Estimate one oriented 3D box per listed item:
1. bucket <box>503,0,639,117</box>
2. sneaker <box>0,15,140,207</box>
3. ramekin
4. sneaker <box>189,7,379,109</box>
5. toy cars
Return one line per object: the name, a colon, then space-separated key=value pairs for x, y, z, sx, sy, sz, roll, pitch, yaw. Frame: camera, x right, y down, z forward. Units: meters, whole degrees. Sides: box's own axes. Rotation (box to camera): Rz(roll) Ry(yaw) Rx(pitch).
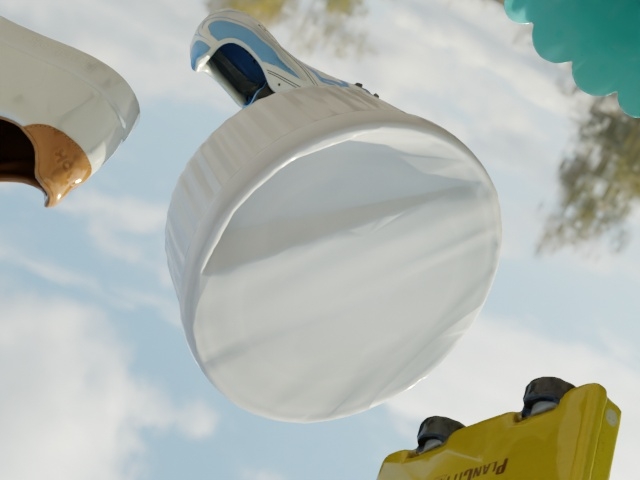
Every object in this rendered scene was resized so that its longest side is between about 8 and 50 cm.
bucket: x=0.323 y=-0.265 z=1.473 sx=0.281 sy=0.183 sz=0.281 roll=39 pitch=167 yaw=11
sneaker: x=-0.280 y=-0.110 z=1.071 sx=0.290 sy=0.106 sz=0.123 roll=21 pitch=-124 yaw=18
ramekin: x=0.000 y=0.000 z=1.216 sx=0.273 sy=0.273 sz=0.127 roll=16 pitch=-157 yaw=-34
sneaker: x=-0.024 y=-0.133 z=1.474 sx=0.237 sy=0.085 sz=0.086 roll=32 pitch=-130 yaw=-11
toy cars: x=0.043 y=0.233 z=0.899 sx=0.087 sy=0.394 sz=0.176 roll=38 pitch=-171 yaw=-21
